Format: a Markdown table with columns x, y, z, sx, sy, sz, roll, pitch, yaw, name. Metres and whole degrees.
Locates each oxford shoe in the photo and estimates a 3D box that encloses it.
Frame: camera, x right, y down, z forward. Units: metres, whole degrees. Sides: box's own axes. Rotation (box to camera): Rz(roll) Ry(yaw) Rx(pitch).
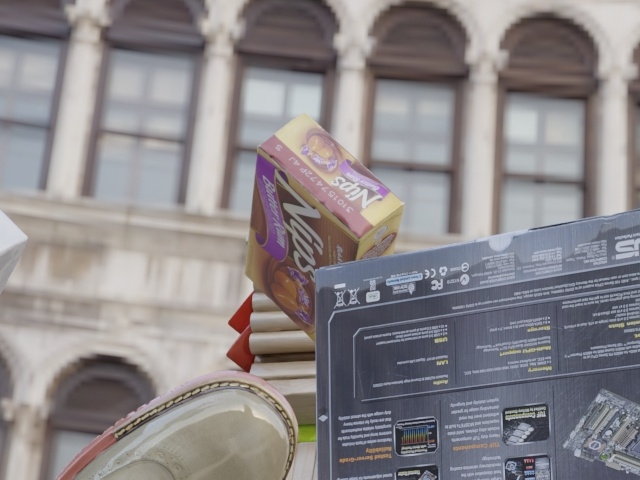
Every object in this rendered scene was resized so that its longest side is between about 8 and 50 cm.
| x | y | z | sx | sy | sz | roll | pitch | yaw | name |
| --- | --- | --- | --- | --- | --- | --- | --- | --- | --- |
| -0.155 | 0.256 | 1.286 | 0.140 | 0.397 | 0.146 | 40 | 3 | -14 | oxford shoe |

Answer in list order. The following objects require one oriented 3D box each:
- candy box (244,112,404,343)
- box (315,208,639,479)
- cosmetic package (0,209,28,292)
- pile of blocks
| x | y | z | sx | sy | sz | roll | pitch | yaw | name |
| --- | --- | --- | --- | --- | --- | --- | --- | --- | --- |
| 0.000 | 0.000 | 1.479 | 0.109 | 0.053 | 0.186 | 44 | -25 | 19 | candy box |
| 0.102 | 0.088 | 0.906 | 0.231 | 0.183 | 0.056 | -12 | -17 | 38 | box |
| -0.449 | -0.046 | 1.616 | 0.365 | 0.197 | 0.155 | 44 | -47 | 9 | cosmetic package |
| -0.026 | 0.128 | 1.816 | 0.113 | 0.362 | 0.149 | -3 | -17 | 14 | pile of blocks |
